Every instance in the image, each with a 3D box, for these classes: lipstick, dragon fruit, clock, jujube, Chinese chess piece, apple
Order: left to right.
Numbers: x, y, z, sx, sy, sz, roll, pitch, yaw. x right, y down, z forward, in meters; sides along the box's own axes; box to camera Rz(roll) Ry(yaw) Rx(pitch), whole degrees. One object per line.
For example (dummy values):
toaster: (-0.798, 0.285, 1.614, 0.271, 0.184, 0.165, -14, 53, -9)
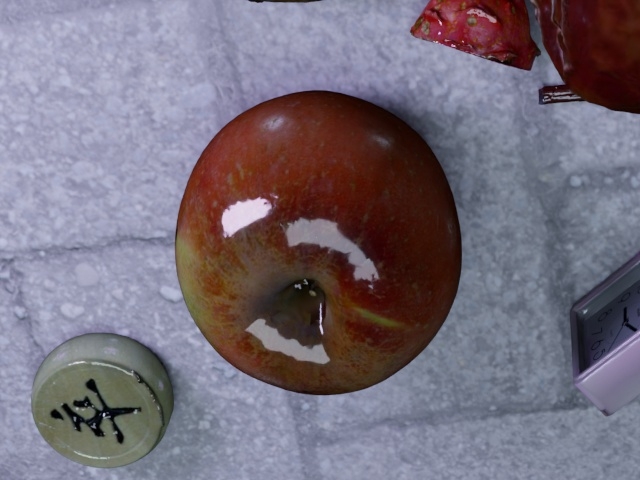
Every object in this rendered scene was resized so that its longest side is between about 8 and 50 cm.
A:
Chinese chess piece: (-0.288, 0.212, 2.206, 0.188, 0.083, 0.188, 2, 120, 3)
apple: (0.000, 0.000, 1.955, 0.348, 0.277, 0.348, 4, 121, 6)
dragon fruit: (0.185, -0.260, 1.886, 0.153, 0.153, 0.111, 14, 101, -2)
lipstick: (0.344, -0.179, 1.968, 0.176, 0.027, 0.027, -4, 117, 10)
clock: (0.374, 0.106, 2.017, 0.063, 0.197, 0.150, 43, 114, -14)
jujube: (0.355, -0.328, 1.757, 0.276, 0.276, 0.377, 5, 120, 3)

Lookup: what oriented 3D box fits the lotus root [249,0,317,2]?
lotus root: (0.009, -0.362, 1.839, 0.314, 0.142, 0.210, -38, 109, 24)
